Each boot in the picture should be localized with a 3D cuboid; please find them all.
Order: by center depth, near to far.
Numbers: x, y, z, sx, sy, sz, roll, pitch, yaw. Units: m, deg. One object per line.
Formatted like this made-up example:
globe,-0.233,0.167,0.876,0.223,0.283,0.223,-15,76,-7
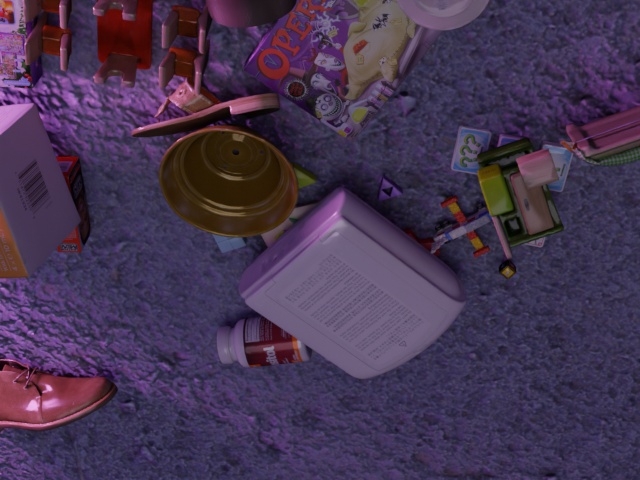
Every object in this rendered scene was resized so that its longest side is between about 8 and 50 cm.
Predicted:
boot,-0.514,0.269,2.166,0.305,0.112,0.115,-9,110,13

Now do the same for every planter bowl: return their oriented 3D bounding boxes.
planter bowl,-0.137,-0.114,1.888,0.217,0.090,0.217,3,133,3

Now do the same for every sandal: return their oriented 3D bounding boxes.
sandal,-0.179,-0.217,1.857,0.240,0.088,0.079,-9,87,17

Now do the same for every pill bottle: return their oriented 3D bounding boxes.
pill bottle,-0.095,0.172,2.071,0.152,0.086,0.086,-7,121,10

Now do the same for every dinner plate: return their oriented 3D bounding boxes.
dinner plate,0.172,-0.360,1.708,0.141,0.017,0.141,3,123,4

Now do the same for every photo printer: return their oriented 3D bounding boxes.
photo printer,0.063,0.083,1.960,0.307,0.107,0.256,35,120,-23

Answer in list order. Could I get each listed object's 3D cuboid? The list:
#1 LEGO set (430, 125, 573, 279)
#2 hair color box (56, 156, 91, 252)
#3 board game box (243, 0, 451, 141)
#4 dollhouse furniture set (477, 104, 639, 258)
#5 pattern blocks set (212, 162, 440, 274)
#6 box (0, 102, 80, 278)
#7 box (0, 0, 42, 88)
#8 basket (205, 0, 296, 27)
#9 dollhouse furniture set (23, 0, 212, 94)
LEGO set,0.281,-0.048,1.918,0.182,0.060,0.244,11,120,0
hair color box,-0.408,-0.058,1.967,0.043,0.072,0.141,1,122,5
board game box,0.066,-0.328,1.773,0.208,0.056,0.347,34,119,-10
dollhouse furniture set,0.394,-0.085,1.780,0.301,0.197,0.151,-19,104,9
pattern blocks set,0.000,0.000,1.992,0.325,0.026,0.285,-27,115,20
box,-0.584,-0.070,1.875,0.345,0.168,0.215,-3,121,24
box,-0.574,-0.337,1.818,0.293,0.057,0.201,4,123,3
basket,-0.113,-0.423,1.668,0.204,0.154,0.227,28,141,38
dollhouse furniture set,-0.284,-0.358,1.762,0.262,0.135,0.259,10,133,0
